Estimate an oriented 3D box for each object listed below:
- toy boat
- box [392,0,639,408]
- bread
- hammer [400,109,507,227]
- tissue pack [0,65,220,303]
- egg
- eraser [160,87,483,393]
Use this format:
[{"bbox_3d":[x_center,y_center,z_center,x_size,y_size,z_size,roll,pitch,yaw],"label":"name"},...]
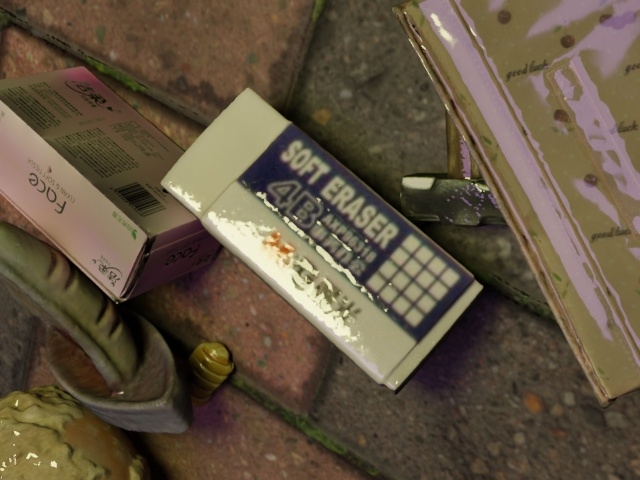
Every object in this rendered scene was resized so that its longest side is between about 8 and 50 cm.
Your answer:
[{"bbox_3d":[-0.262,0.072,1.043,0.293,0.111,0.276,53,161,-21],"label":"toy boat"},{"bbox_3d":[0.233,-0.085,0.674,0.190,0.225,0.297,-26,92,36],"label":"box"},{"bbox_3d":[-0.128,0.145,1.091,0.049,0.034,0.088,46,123,4],"label":"bread"},{"bbox_3d":[0.112,-0.191,0.835,0.111,0.043,0.365,3,105,33],"label":"hammer"},{"bbox_3d":[-0.219,-0.063,1.014,0.246,0.148,0.092,40,123,17],"label":"tissue pack"},{"bbox_3d":[-0.318,0.297,1.121,0.310,0.279,0.279,-34,86,52],"label":"egg"},{"bbox_3d":[0.000,0.000,0.898,0.279,0.081,0.124,41,86,11],"label":"eraser"}]
